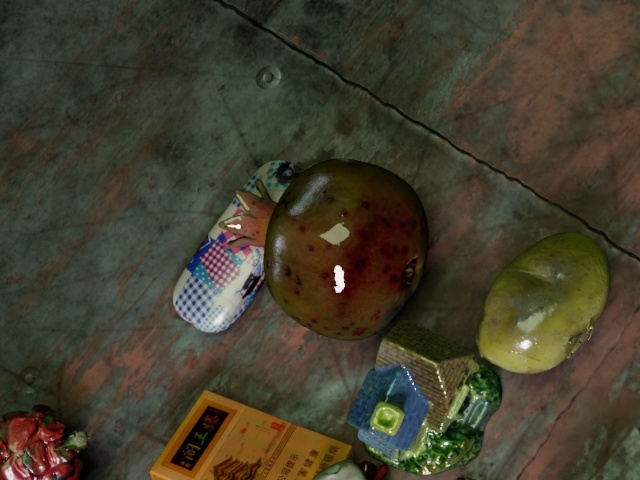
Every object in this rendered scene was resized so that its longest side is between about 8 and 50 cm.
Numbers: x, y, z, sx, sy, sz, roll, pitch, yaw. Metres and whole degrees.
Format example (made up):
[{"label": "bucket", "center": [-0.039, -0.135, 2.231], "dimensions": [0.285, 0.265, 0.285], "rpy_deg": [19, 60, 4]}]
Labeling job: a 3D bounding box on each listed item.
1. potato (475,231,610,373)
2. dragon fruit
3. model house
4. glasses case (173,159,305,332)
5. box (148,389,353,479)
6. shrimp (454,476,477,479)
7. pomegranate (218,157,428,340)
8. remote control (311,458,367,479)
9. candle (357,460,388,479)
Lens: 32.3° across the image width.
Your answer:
[{"label": "potato", "center": [0.345, 0.097, 1.688], "dimensions": [0.169, 0.143, 0.248], "rpy_deg": [32, 75, 27]}, {"label": "dragon fruit", "center": [-0.481, 0.367, 1.835], "dimensions": [0.182, 0.189, 0.182], "rpy_deg": [8, 57, -13]}, {"label": "model house", "center": [0.149, 0.245, 1.671], "dimensions": [0.195, 0.189, 0.214], "rpy_deg": [28, 81, 25]}, {"label": "glasses case", "center": [-0.129, 0.009, 1.890], "dimensions": [0.125, 0.076, 0.327], "rpy_deg": [33, 83, 25]}, {"label": "box", "center": [-0.106, 0.361, 1.732], "dimensions": [0.274, 0.076, 0.174], "rpy_deg": [18, 49, 21]}, {"label": "shrimp", "center": [0.195, 0.433, 1.669], "dimensions": [0.219, 0.046, 0.152], "rpy_deg": [-3, 71, 17]}, {"label": "pomegranate", "center": [0.017, 0.015, 1.766], "dimensions": [0.323, 0.290, 0.291], "rpy_deg": [0, 70, 46]}, {"label": "remote control", "center": [0.082, 0.476, 1.634], "dimensions": [0.090, 0.038, 0.310], "rpy_deg": [-25, 88, -20]}, {"label": "candle", "center": [0.029, 0.480, 1.699], "dimensions": [0.084, 0.059, 0.302], "rpy_deg": [21, 78, 34]}]
